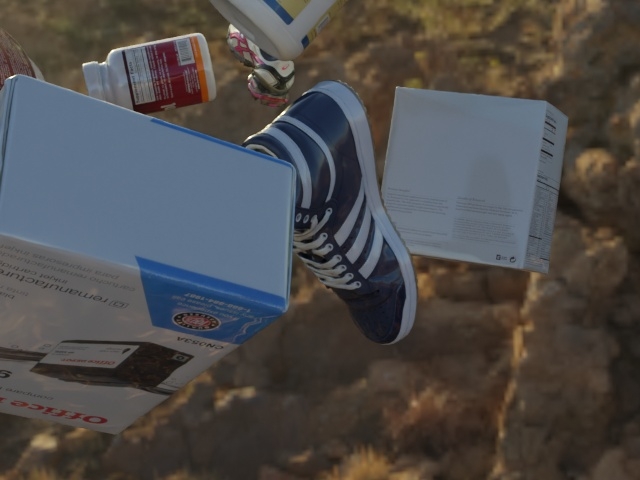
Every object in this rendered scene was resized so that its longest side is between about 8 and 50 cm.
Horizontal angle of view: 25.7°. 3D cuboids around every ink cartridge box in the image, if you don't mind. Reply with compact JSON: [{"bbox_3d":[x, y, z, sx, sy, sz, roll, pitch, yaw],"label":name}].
[{"bbox_3d":[-0.190,0.029,1.070,0.223,0.307,0.129,16,59,-26],"label":"ink cartridge box"}]

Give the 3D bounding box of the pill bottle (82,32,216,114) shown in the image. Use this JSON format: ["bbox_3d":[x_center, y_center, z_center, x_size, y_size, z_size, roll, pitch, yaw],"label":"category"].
[{"bbox_3d":[-0.208,-0.197,1.708,0.152,0.086,0.086,-12,25,-6],"label":"pill bottle"}]

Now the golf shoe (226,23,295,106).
[{"bbox_3d":[-0.071,-0.261,1.877,0.067,0.086,0.186,3,38,-27],"label":"golf shoe"}]

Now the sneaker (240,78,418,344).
[{"bbox_3d":[0.000,0.000,1.375,0.099,0.282,0.153,2,26,40],"label":"sneaker"}]

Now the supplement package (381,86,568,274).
[{"bbox_3d":[0.190,-0.073,1.748,0.194,0.203,0.149,8,-1,21],"label":"supplement package"}]

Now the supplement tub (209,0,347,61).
[{"bbox_3d":[-0.022,-0.315,1.565,0.200,0.144,0.144,-49,35,-5],"label":"supplement tub"}]

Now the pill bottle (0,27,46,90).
[{"bbox_3d":[-0.463,-0.169,1.666,0.224,0.224,0.392,-3,1,5],"label":"pill bottle"}]
